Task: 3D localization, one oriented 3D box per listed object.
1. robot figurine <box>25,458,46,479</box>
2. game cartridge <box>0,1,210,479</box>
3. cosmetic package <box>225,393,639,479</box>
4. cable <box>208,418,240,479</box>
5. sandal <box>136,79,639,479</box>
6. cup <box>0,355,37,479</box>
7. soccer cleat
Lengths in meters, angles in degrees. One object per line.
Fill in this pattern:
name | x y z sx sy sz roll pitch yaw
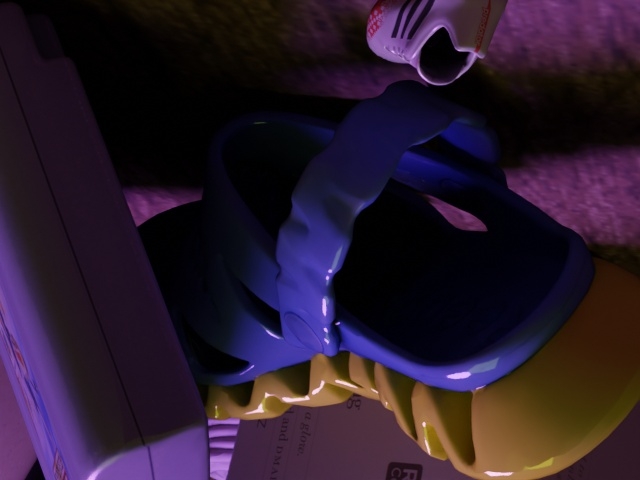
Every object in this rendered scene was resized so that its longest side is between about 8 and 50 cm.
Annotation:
robot figurine | -0.237 0.196 1.541 0.278 0.174 0.209 14 149 -37
game cartridge | -0.107 0.037 0.800 0.062 0.198 0.297 -15 170 -12
cosmetic package | 0.075 0.094 0.965 0.183 0.151 0.151 0 162 36
cable | 0.036 0.153 1.362 0.257 0.089 0.257 3 164 31
sandal | 0.000 0.000 0.770 0.317 0.126 0.138 -1 132 55
cup | -0.339 0.136 1.279 0.331 0.237 0.331 10 166 2
soccer cleat | 0.034 -0.064 0.599 0.029 0.036 0.083 16 165 -19
